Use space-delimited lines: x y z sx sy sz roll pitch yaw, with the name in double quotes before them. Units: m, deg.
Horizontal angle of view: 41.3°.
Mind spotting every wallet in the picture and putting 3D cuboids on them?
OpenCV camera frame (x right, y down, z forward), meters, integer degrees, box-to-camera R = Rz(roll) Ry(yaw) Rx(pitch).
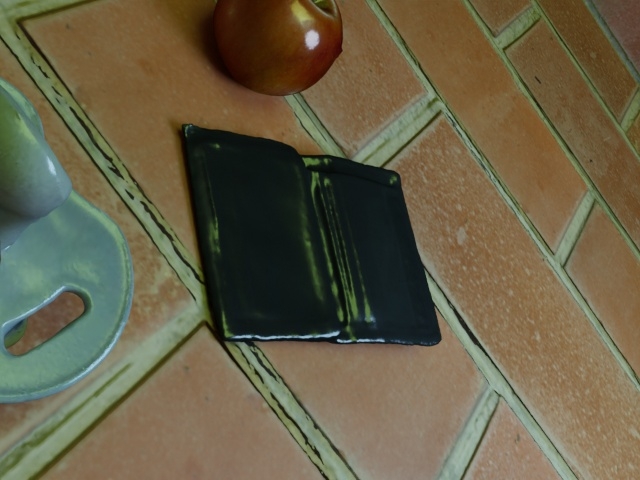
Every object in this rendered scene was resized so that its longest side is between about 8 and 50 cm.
"wallet" 0.000 0.000 0.950 0.322 0.041 0.247 8 59 -41

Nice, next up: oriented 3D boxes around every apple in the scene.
"apple" -0.046 -0.251 0.991 0.163 0.139 0.164 26 47 -32

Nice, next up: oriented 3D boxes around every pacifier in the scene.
"pacifier" -0.233 -0.024 0.571 0.279 0.207 0.227 55 42 -4
